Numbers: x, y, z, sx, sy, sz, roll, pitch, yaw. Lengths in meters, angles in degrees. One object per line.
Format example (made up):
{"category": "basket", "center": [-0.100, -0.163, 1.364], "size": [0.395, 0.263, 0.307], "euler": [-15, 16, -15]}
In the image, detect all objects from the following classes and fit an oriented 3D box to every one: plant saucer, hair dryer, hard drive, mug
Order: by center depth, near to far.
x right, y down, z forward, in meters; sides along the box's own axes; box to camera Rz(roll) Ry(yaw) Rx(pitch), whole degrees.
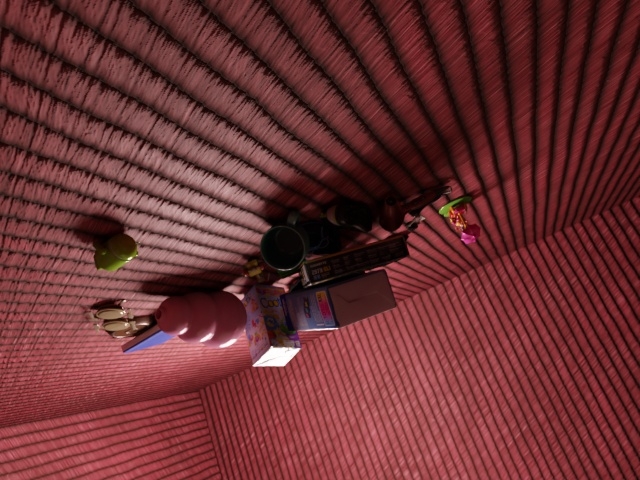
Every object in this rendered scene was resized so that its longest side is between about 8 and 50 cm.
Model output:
{"category": "mug", "center": [-0.086, 0.001, 1.344], "size": [0.157, 0.129, 0.097], "euler": [-37, -174, 18]}
{"category": "hair dryer", "center": [0.284, -0.117, 1.545], "size": [0.293, 0.080, 0.224], "euler": [-7, 142, -50]}
{"category": "plant saucer", "center": [-0.695, 0.319, 1.737], "size": [0.168, 0.029, 0.168], "euler": [-19, 161, -7]}
{"category": "hard drive", "center": [-0.599, 0.351, 1.869], "size": [0.318, 0.040, 0.210], "euler": [-30, 167, 26]}

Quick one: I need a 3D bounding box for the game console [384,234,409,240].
{"category": "game console", "center": [0.287, 0.010, 1.953], "size": [0.122, 0.071, 0.107], "euler": [-39, -176, 45]}

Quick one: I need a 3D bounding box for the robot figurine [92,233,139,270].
{"category": "robot figurine", "center": [-0.473, 0.027, 1.097], "size": [0.115, 0.067, 0.101], "euler": [-30, 161, 24]}

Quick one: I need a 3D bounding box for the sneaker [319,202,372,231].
{"category": "sneaker", "center": [0.077, -0.073, 1.433], "size": [0.097, 0.084, 0.234], "euler": [-4, 171, 31]}

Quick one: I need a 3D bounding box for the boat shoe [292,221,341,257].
{"category": "boat shoe", "center": [0.000, 0.000, 1.493], "size": [0.109, 0.089, 0.258], "euler": [-33, 159, 31]}

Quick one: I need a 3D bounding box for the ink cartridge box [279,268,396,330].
{"category": "ink cartridge box", "center": [0.036, 0.223, 1.726], "size": [0.270, 0.151, 0.395], "euler": [-13, 175, -34]}

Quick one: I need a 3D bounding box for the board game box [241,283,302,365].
{"category": "board game box", "center": [-0.197, 0.324, 1.825], "size": [0.142, 0.275, 0.144], "euler": [11, 134, -37]}

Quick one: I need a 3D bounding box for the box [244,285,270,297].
{"category": "box", "center": [-0.242, 0.236, 1.987], "size": [0.116, 0.029, 0.162], "euler": [-22, 162, 2]}

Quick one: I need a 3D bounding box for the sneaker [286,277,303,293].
{"category": "sneaker", "center": [0.011, 0.205, 2.022], "size": [0.321, 0.125, 0.180], "euler": [-16, 162, -15]}

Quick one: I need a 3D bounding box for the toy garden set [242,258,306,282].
{"category": "toy garden set", "center": [-0.152, 0.084, 1.637], "size": [0.203, 0.049, 0.244], "euler": [-22, 162, -3]}

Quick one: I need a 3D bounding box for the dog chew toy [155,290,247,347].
{"category": "dog chew toy", "center": [-0.417, 0.268, 1.645], "size": [0.206, 0.207, 0.331], "euler": [-32, 151, 30]}

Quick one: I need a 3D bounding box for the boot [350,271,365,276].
{"category": "boot", "center": [0.077, 0.125, 1.896], "size": [0.219, 0.106, 0.082], "euler": [-30, 160, 23]}

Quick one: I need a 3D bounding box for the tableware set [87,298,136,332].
{"category": "tableware set", "center": [-0.672, 0.245, 1.541], "size": [0.128, 0.039, 0.194], "euler": [-2, 151, -17]}

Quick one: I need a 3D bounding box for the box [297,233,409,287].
{"category": "box", "center": [0.096, 0.073, 1.537], "size": [0.321, 0.079, 0.257], "euler": [-15, 172, -8]}

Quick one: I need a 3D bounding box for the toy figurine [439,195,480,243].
{"category": "toy figurine", "center": [0.538, -0.060, 1.794], "size": [0.130, 0.159, 0.173], "euler": [-21, 162, 0]}
